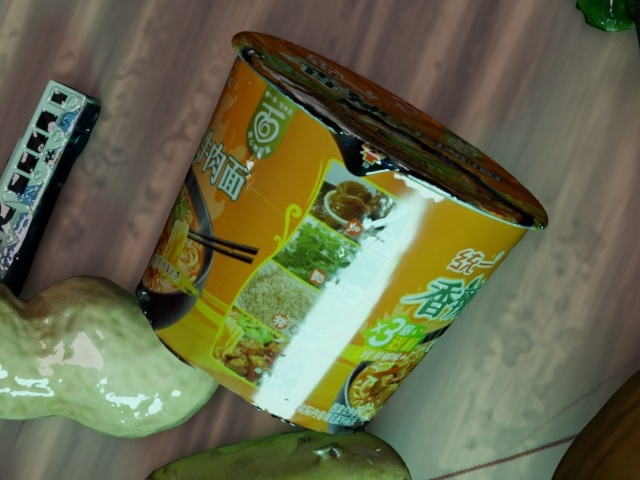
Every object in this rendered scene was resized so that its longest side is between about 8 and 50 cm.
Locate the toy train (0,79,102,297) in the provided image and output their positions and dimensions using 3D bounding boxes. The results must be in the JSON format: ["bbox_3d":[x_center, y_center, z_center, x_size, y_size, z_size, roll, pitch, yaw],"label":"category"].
[{"bbox_3d":[-0.209,-0.008,1.259,0.047,0.043,0.207,25,93,7],"label":"toy train"}]

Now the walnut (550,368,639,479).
[{"bbox_3d":[0.317,0.208,1.083,0.398,0.308,0.354,-24,91,6],"label":"walnut"}]

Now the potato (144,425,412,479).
[{"bbox_3d":[-0.031,0.168,1.216,0.188,0.105,0.085,-9,88,9],"label":"potato"}]

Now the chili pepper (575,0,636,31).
[{"bbox_3d":[0.190,-0.245,1.214,0.108,0.062,0.216,-5,92,5],"label":"chili pepper"}]

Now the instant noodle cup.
[{"bbox_3d":[0.000,0.000,1.164,0.230,0.230,0.182,33,103,4],"label":"instant noodle cup"}]

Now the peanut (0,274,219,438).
[{"bbox_3d":[-0.176,0.071,1.214,0.228,0.085,0.104,9,101,-15],"label":"peanut"}]

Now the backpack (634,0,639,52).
[{"bbox_3d":[0.313,-0.089,1.170,0.207,0.140,0.253,-11,96,5],"label":"backpack"}]
